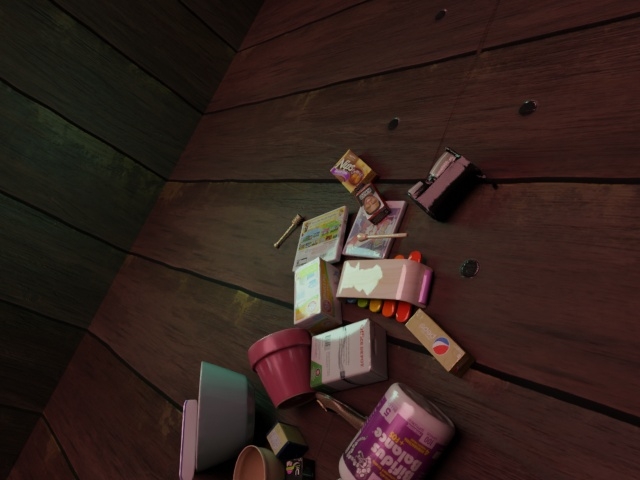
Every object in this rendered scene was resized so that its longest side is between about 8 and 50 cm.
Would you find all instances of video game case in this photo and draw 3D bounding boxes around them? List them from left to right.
[{"bbox_3d":[0.000,0.000,1.683,0.227,0.026,0.206,-19,50,46],"label":"video game case"},{"bbox_3d":[0.171,-0.036,1.542,0.183,0.023,0.201,5,68,49],"label":"video game case"}]

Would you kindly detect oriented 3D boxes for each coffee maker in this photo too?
[{"bbox_3d":[0.354,-0.145,1.345,0.178,0.120,0.171,-50,39,8],"label":"coffee maker"}]

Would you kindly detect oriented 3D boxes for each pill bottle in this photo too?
[{"bbox_3d":[0.147,0.484,1.069,0.301,0.169,0.169,-56,38,1],"label":"pill bottle"}]

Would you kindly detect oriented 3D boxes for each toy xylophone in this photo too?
[{"bbox_3d":[0.174,0.096,1.388,0.323,0.081,0.236,7,72,49],"label":"toy xylophone"}]

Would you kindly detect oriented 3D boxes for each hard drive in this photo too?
[{"bbox_3d":[-0.402,0.616,1.495,0.318,0.040,0.210,119,151,-64],"label":"hard drive"}]

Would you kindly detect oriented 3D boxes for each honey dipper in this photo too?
[{"bbox_3d":[-0.125,-0.033,1.858,0.160,0.030,0.030,-49,38,15],"label":"honey dipper"}]

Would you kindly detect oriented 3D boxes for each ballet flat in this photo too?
[{"bbox_3d":[0.071,0.458,1.249,0.250,0.084,0.058,14,73,45],"label":"ballet flat"}]

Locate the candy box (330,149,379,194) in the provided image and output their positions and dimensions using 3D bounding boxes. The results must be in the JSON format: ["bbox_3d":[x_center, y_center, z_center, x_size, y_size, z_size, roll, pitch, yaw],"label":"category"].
[{"bbox_3d":[0.120,-0.239,1.721,0.109,0.053,0.186,-48,40,11],"label":"candy box"}]

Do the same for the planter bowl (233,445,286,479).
[{"bbox_3d":[-0.150,0.646,1.309,0.162,0.109,0.162,-31,50,44],"label":"planter bowl"}]

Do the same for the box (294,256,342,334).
[{"bbox_3d":[-0.009,0.175,1.516,0.114,0.103,0.203,-28,45,32],"label":"box"}]

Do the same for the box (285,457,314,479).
[{"bbox_3d":[-0.054,0.626,1.278,0.062,0.052,0.083,-27,47,32],"label":"box"}]

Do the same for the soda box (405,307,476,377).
[{"bbox_3d":[0.289,0.247,1.180,0.061,0.058,0.181,-51,38,7],"label":"soda box"}]

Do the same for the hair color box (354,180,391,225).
[{"bbox_3d":[0.167,-0.121,1.556,0.072,0.043,0.141,-41,40,16],"label":"hair color box"}]

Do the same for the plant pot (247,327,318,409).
[{"bbox_3d":[-0.094,0.381,1.403,0.201,0.201,0.180,-36,57,24],"label":"plant pot"}]

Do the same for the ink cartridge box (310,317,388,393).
[{"bbox_3d":[0.077,0.321,1.330,0.208,0.087,0.153,-25,46,34],"label":"ink cartridge box"}]

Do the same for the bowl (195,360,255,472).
[{"bbox_3d":[-0.285,0.522,1.454,0.311,0.163,0.311,-178,90,-78],"label":"bowl"}]

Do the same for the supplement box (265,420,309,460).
[{"bbox_3d":[-0.093,0.559,1.342,0.056,0.083,0.083,-52,39,5],"label":"supplement box"}]
